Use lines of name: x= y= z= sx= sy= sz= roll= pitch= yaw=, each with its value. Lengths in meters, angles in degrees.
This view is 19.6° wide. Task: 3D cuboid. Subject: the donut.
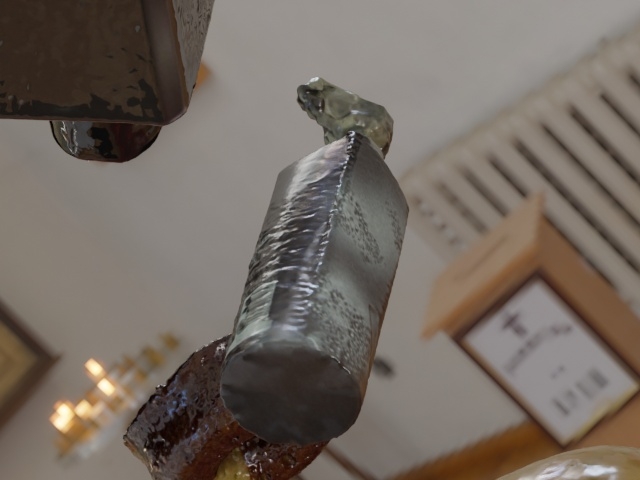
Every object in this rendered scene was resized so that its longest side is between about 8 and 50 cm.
donut: x=-0.043 y=0.102 z=1.071 sx=0.140 sy=0.059 sz=0.140 roll=-23 pitch=-27 yaw=-13

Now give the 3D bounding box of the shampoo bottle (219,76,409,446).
shampoo bottle: x=0.001 y=0.000 z=0.796 sx=0.057 sy=0.063 sz=0.208 roll=-24 pitch=27 yaw=24

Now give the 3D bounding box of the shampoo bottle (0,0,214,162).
shampoo bottle: x=-0.081 y=-0.120 z=0.541 sx=0.246 sy=0.079 sz=0.080 roll=84 pitch=-168 yaw=-48

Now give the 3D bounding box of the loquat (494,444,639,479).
loquat: x=0.162 y=0.217 z=1.052 sx=0.208 sy=0.208 sz=0.208 roll=-44 pitch=8 yaw=8
